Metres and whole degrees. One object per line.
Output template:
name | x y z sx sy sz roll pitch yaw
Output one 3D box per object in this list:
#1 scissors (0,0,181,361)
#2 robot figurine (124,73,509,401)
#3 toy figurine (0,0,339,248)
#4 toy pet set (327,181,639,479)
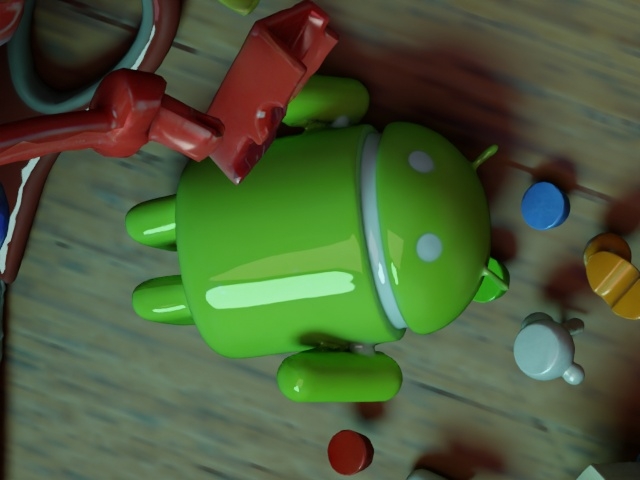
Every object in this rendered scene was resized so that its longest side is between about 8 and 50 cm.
scissors | -0.126 0.011 0.668 0.109 0.021 0.297 19 115 2
robot figurine | 0.000 0.000 0.610 0.115 0.067 0.101 -8 80 14
toy figurine | -0.192 -0.079 0.543 0.362 0.191 0.217 42 132 11
toy pet set | 0.084 0.064 0.638 0.114 0.065 0.122 49 113 27
